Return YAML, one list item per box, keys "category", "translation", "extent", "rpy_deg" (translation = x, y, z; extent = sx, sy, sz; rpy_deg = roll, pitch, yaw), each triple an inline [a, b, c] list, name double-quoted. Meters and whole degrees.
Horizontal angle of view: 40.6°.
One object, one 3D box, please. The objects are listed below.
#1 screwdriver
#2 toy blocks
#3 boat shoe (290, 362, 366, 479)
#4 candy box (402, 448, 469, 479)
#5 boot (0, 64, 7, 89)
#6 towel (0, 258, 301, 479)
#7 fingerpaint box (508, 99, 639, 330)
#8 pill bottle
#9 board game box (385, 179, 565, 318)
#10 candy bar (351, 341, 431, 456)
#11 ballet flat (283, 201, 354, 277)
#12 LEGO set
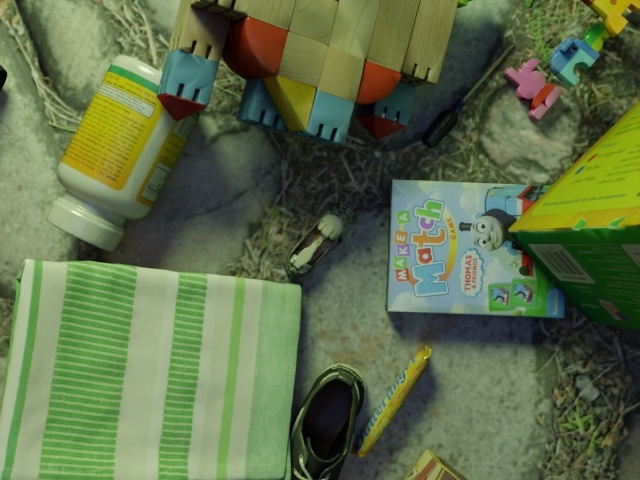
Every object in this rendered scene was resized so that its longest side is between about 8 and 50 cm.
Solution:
- category: "screwdriver"
  translation: [0.181, -0.181, 1.059]
  extent: [0.025, 0.024, 0.170]
  rpy_deg: [33, 82, 29]
- category: "toy blocks"
  translation: [-0.008, -0.226, 0.964]
  extent: [0.381, 0.191, 0.261]
  rpy_deg: [14, 90, -25]
- category: "boat shoe"
  translation: [-0.013, 0.258, 1.019]
  extent: [0.084, 0.079, 0.233]
  rpy_deg: [22, 90, -1]
- category: "candy box"
  translation: [0.197, 0.417, 1.008]
  extent: [0.316, 0.087, 0.183]
  rpy_deg: [38, 87, 1]
- category: "boot"
  translation: [-0.516, -0.205, 0.981]
  extent: [0.207, 0.094, 0.246]
  rpy_deg: [44, 50, 0]
- category: "towel"
  translation: [-0.175, 0.153, 0.947]
  extent: [0.325, 0.038, 0.248]
  rpy_deg: [9, 79, -26]
- category: "fingerpaint box"
  translation: [0.433, -0.081, 0.822]
  extent: [0.371, 0.445, 0.163]
  rpy_deg: [-44, 96, -7]
- category: "pill bottle"
  translation: [-0.231, -0.098, 1.007]
  extent: [0.117, 0.117, 0.208]
  rpy_deg: [27, 89, 1]
- category: "board game box"
  translation: [0.187, 0.011, 1.042]
  extent: [0.211, 0.039, 0.160]
  rpy_deg: [2, 89, 1]
- category: "candy bar"
  translation: [0.086, 0.193, 1.038]
  extent: [0.018, 0.040, 0.161]
  rpy_deg: [35, 89, -8]
- category: "ballet flat"
  translation: [0.000, 0.000, 1.043]
  extent: [0.041, 0.041, 0.114]
  rpy_deg: [42, 89, 1]
- category: "LEGO set"
  translation: [0.303, -0.262, 1.025]
  extent: [0.093, 0.087, 0.227]
  rpy_deg: [41, 88, 1]
